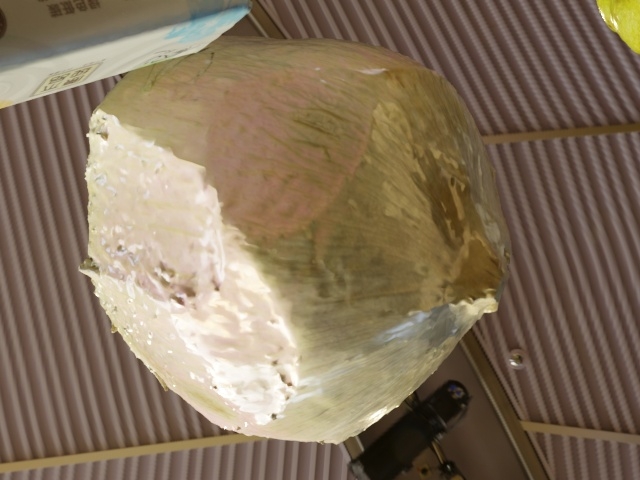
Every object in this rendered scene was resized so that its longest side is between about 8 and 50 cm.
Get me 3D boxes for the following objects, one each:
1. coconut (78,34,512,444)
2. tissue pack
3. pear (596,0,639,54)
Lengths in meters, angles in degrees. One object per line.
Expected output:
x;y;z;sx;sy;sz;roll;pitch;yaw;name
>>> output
0.000;0.000;0.717;0.405;0.404;0.404;0;-97;2;coconut
-0.189;-0.153;0.436;0.229;0.145;0.159;-29;-86;-36;tissue pack
0.475;-0.381;0.934;0.269;0.269;0.321;26;-66;5;pear
